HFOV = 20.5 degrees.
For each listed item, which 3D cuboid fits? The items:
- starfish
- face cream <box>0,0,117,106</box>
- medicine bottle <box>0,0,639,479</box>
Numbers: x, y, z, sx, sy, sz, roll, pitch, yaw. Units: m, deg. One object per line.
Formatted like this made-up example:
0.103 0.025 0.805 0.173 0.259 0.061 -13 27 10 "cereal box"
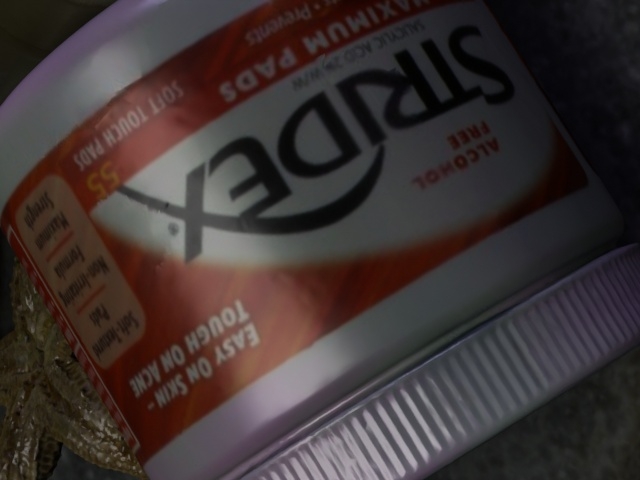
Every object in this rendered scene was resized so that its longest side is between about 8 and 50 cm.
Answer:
-0.155 0.069 1.066 0.277 0.062 0.236 20 97 50 "starfish"
-0.168 -0.088 0.913 0.341 0.137 0.084 144 136 -59 "face cream"
0.000 0.000 0.834 0.252 0.252 0.241 -37 82 37 "medicine bottle"
